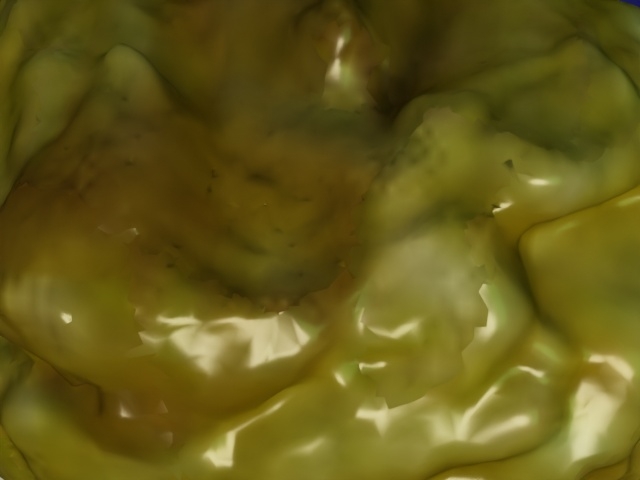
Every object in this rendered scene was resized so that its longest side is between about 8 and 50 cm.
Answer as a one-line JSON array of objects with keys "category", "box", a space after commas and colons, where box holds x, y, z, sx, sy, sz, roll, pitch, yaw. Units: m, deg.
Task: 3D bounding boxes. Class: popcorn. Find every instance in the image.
[{"category": "popcorn", "box": [0.004, -0.004, 0.470, 0.249, 0.249, 0.225, 43, 51, -42]}]
